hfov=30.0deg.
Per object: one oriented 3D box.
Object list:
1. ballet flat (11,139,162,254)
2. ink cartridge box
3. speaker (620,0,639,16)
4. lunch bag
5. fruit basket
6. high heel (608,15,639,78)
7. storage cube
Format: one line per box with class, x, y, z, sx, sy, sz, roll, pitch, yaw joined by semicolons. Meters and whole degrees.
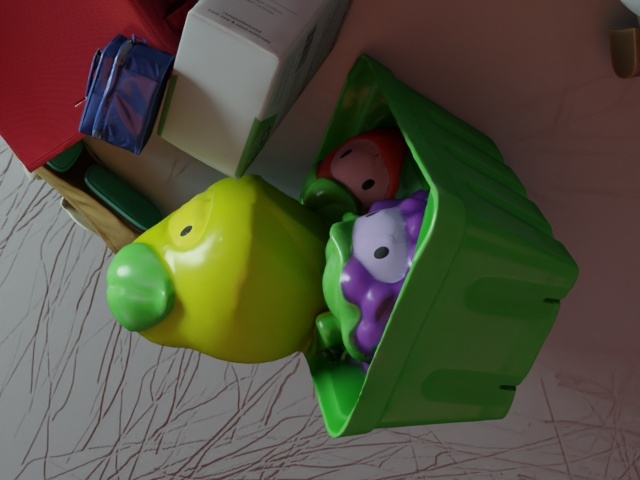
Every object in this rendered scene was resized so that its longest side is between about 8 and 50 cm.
ballet flat;-0.271;-0.068;1.273;0.232;0.080;0.073;46;126;-12
ink cartridge box;-0.046;-0.189;1.088;0.093;0.219;0.160;28;139;3
speaker;0.381;-0.210;1.069;0.296;0.131;0.131;25;116;-33
lunch bag;-0.170;-0.132;1.037;0.065;0.067;0.098;19;109;-5
fruit basket;0.000;0.000;1.117;0.392;0.392;0.283;21;114;-4
high heel;0.336;-0.275;1.140;0.117;0.082;0.244;-10;100;-25
storage cube;-0.244;-0.213;1.146;0.215;0.183;0.193;-30;107;16
